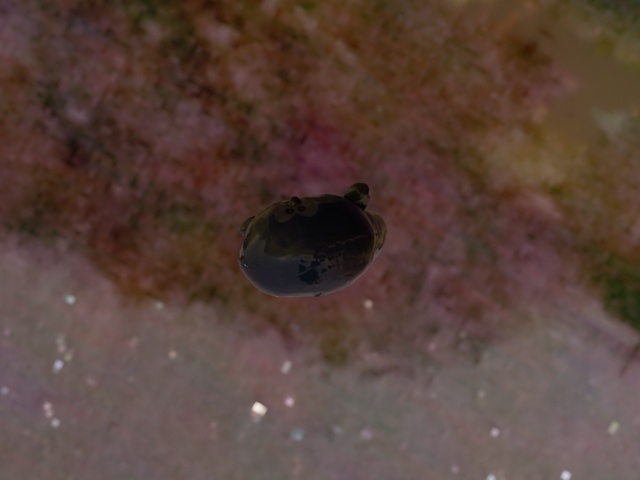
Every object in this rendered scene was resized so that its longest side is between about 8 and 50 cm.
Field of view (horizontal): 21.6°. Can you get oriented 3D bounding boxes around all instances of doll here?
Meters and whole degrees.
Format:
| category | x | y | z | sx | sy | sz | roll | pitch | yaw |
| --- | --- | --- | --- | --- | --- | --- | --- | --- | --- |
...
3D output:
| category | x | y | z | sx | sy | sz | roll | pitch | yaw |
| --- | --- | --- | --- | --- | --- | --- | --- | --- | --- |
| doll | 0.000 | 0.000 | 0.481 | 0.125 | 0.037 | 0.027 | -26 | -80 | -86 |
